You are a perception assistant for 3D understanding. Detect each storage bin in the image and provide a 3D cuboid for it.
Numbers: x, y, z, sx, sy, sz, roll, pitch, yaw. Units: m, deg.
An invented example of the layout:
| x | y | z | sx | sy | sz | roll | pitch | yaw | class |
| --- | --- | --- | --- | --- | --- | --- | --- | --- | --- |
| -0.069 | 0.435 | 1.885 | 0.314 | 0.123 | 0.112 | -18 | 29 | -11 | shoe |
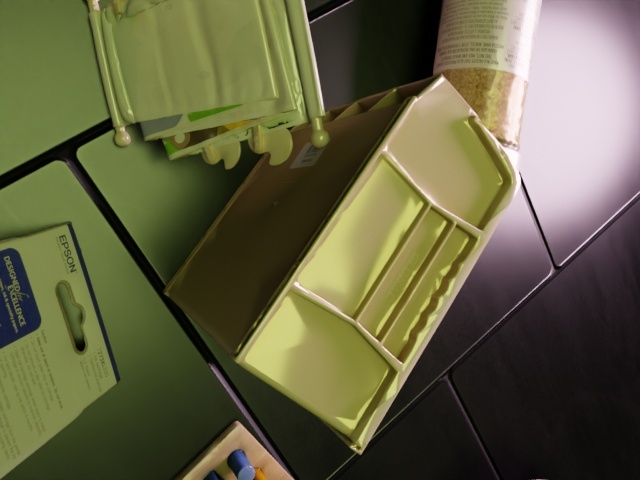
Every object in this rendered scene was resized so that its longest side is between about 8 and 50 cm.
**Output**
| x | y | z | sx | sy | sz | roll | pitch | yaw | class |
| --- | --- | --- | --- | --- | --- | --- | --- | --- | --- |
| 0.000 | 0.000 | 0.487 | 0.123 | 0.262 | 0.260 | 39 | 78 | -23 | storage bin |

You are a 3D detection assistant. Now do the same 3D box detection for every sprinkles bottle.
| x | y | z | sx | sy | sz | roll | pitch | yaw | class |
| --- | --- | --- | --- | --- | --- | --- | --- | --- | --- |
| 0.199 | -0.236 | 0.640 | 0.121 | 0.121 | 0.355 | 7 | 93 | -28 | sprinkles bottle |

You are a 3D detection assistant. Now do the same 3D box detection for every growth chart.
| x | y | z | sx | sy | sz | roll | pitch | yaw | class |
| --- | --- | --- | --- | --- | --- | --- | --- | --- | --- |
| -0.107 | -0.148 | 0.461 | 0.021 | 0.238 | 0.171 | -31 | 120 | -63 | growth chart |

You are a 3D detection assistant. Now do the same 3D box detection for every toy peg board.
| x | y | z | sx | sy | sz | roll | pitch | yaw | class |
| --- | --- | --- | --- | --- | --- | --- | --- | --- | --- |
| -0.093 | 0.320 | 0.578 | 0.161 | 0.079 | 0.160 | -42 | 112 | -17 | toy peg board |

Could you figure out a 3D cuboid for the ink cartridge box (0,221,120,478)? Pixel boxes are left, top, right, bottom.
| x | y | z | sx | sy | sz | roll | pitch | yaw | class |
| --- | --- | --- | --- | --- | --- | --- | --- | --- | --- |
| -0.298 | 0.115 | 0.364 | 0.371 | 0.069 | 0.175 | -40 | 120 | -65 | ink cartridge box |
